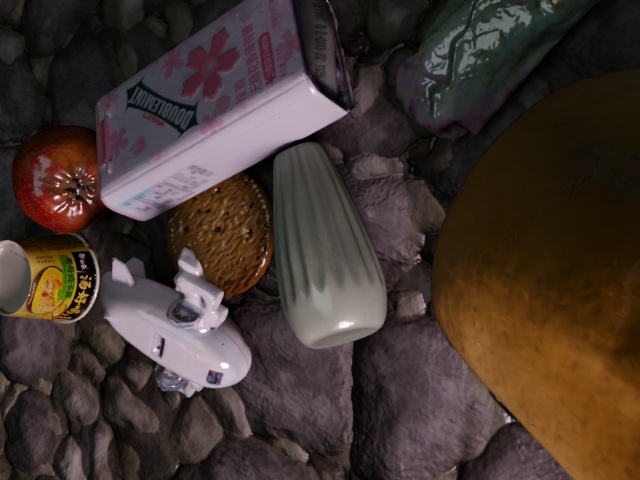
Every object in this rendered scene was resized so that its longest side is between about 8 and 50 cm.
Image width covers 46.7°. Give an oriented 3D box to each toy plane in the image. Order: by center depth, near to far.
[{"bbox_3d":[-0.197,0.110,1.009,0.244,0.117,0.245,15,126,21],"label":"toy plane"}]

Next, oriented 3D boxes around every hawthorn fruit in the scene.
[{"bbox_3d":[-0.402,-0.104,1.132,0.203,0.162,0.163,28,104,46],"label":"hawthorn fruit"}]

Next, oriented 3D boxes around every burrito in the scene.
[{"bbox_3d":[0.178,-0.221,0.815,0.144,0.089,0.229,47,110,24],"label":"burrito"}]

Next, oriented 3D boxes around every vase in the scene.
[{"bbox_3d":[0.000,0.000,0.903,0.128,0.128,0.248,-24,69,28],"label":"vase"}]

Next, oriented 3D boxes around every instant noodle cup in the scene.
[{"bbox_3d":[-0.439,0.060,1.153,0.151,0.122,0.152,0,91,28],"label":"instant noodle cup"}]

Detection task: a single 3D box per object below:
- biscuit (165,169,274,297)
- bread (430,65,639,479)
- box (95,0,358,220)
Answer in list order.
[{"bbox_3d":[-0.139,-0.014,1.032,0.187,0.027,0.188,-1,88,30],"label":"biscuit"},{"bbox_3d":[0.288,0.028,0.584,0.348,0.253,0.376,-39,43,0],"label":"bread"},{"bbox_3d":[-0.133,-0.180,0.969,0.369,0.112,0.190,-22,65,28],"label":"box"}]
